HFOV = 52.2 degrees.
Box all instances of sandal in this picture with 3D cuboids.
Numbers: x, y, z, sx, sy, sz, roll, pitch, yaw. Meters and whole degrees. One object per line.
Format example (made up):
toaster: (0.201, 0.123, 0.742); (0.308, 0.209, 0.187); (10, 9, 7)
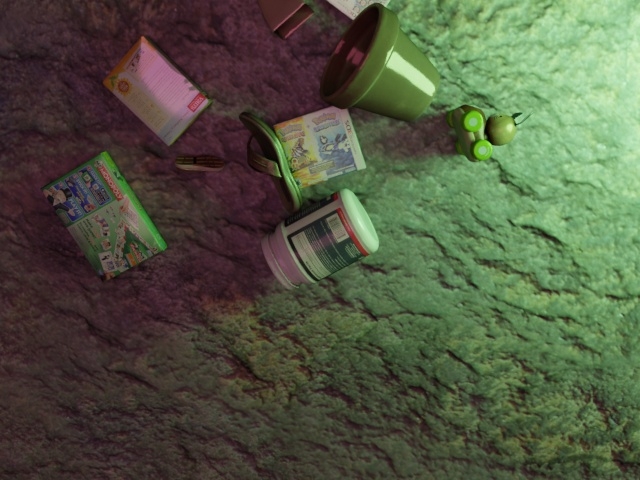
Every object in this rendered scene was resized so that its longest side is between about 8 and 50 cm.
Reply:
sandal: (-0.140, -0.199, 1.726); (0.086, 0.120, 0.302); (-29, 105, -17)

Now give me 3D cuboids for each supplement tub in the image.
supplement tub: (0.000, 0.000, 1.747); (0.272, 0.191, 0.191); (-28, 103, 12)

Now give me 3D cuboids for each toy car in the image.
toy car: (0.439, -0.295, 1.656); (0.189, 0.155, 0.148); (-22, 104, 0)

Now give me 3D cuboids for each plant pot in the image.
plant pot: (-0.094, -0.582, 1.631); (0.109, 0.109, 0.096); (-38, 87, 14)
plant pot: (0.159, -0.406, 1.605); (0.229, 0.263, 0.263); (27, 107, -22)

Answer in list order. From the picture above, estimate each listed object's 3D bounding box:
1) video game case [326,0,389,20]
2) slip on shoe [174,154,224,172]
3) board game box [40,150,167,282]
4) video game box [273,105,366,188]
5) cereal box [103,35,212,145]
video game case: (0.109, -0.633, 1.640); (0.143, 0.019, 0.157); (35, 105, -7)
slip on shoe: (-0.330, -0.204, 1.789); (0.136, 0.051, 0.041); (0, 146, -4)
board game box: (-0.610, -0.063, 1.846); (0.214, 0.046, 0.317); (-27, 103, 10)
video game box: (0.000, -0.253, 1.747); (0.205, 0.048, 0.187); (-17, 102, 9)
cereal box: (-0.431, -0.395, 1.734); (0.173, 0.047, 0.240); (-43, 100, 14)
